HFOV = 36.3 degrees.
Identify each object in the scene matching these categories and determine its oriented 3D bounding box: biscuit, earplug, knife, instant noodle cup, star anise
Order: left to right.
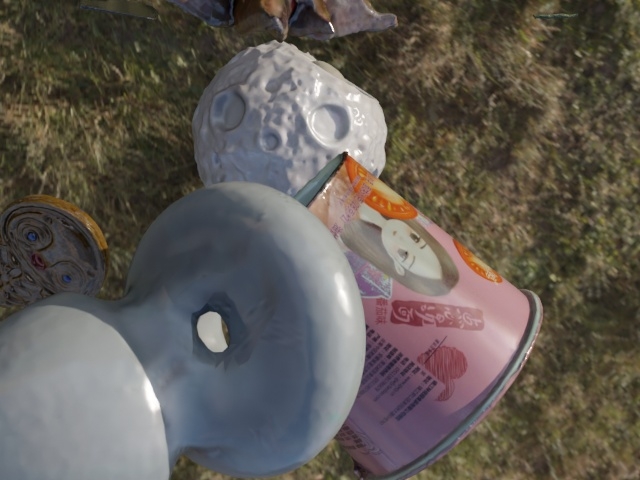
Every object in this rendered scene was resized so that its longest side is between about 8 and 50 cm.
[{"bbox_3d":[-0.284,0.021,0.974,0.175,0.026,0.124,-25,112,31],"label":"biscuit"},{"bbox_3d":[-0.188,-0.218,0.898,0.072,0.245,0.019,7,106,-17],"label":"knife"},{"bbox_3d":[-0.121,0.094,0.688,0.325,0.214,0.175,-31,162,4],"label":"earplug"},{"bbox_3d":[-0.066,-0.322,1.223,0.349,0.292,0.109,-13,136,-46],"label":"star anise"},{"bbox_3d":[0.041,0.065,0.913,0.231,0.243,0.243,43,101,-7],"label":"instant noodle cup"}]

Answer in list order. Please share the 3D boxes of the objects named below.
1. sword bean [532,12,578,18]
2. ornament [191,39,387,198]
[{"bbox_3d":[0.429,-0.409,1.779,0.083,0.012,0.012,-1,119,-1],"label":"sword bean"},{"bbox_3d":[-0.059,-0.165,1.672,0.336,0.337,0.337,-7,119,-12],"label":"ornament"}]
